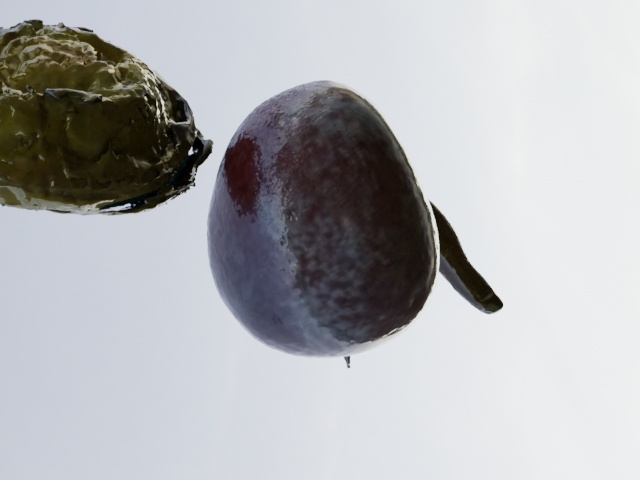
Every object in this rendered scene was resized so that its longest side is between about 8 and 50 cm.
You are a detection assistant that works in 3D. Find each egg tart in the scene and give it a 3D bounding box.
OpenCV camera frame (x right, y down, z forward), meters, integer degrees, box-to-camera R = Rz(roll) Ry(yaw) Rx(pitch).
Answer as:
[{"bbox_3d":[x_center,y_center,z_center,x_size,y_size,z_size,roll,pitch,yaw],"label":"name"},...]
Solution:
[{"bbox_3d":[-0.228,-0.121,1.220,0.291,0.290,0.107,-45,-24,-53],"label":"egg tart"}]

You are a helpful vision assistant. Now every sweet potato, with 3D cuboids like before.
[{"bbox_3d":[0.101,-0.030,1.788,0.346,0.079,0.108,41,-160,-4],"label":"sweet potato"}]

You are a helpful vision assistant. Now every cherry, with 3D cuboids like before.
[{"bbox_3d":[0.000,0.000,1.267,0.213,0.236,0.285,-29,-58,-37],"label":"cherry"}]
